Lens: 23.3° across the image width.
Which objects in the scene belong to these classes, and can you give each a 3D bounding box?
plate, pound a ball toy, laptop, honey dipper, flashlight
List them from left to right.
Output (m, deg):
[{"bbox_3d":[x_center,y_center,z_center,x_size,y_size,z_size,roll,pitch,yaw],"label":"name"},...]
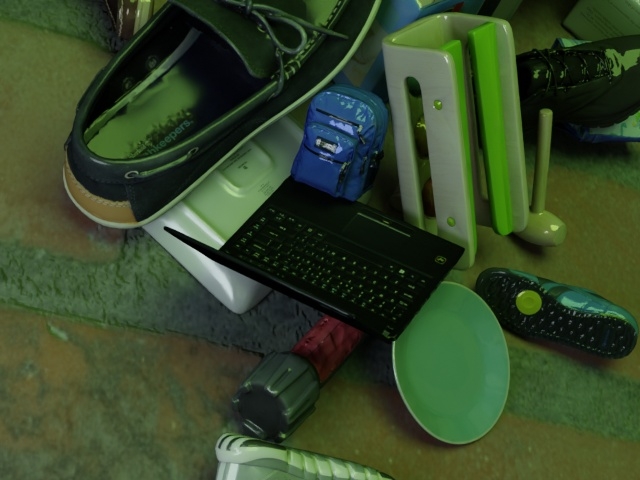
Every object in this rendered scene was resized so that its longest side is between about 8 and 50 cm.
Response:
[{"bbox_3d":[-0.105,-0.086,1.836,0.278,0.045,0.277,43,52,6],"label":"plate"},{"bbox_3d":[0.000,0.000,1.665,0.234,0.136,0.264,25,49,20],"label":"laptop"},{"bbox_3d":[0.020,0.098,1.728,0.304,0.103,0.103,-44,116,-42],"label":"flashlight"},{"bbox_3d":[0.127,-0.099,1.958,0.030,0.030,0.160,31,50,-3],"label":"honey dipper"},{"bbox_3d":[0.146,0.141,1.781,0.188,0.024,0.188,10,74,-39],"label":"plate"},{"bbox_3d":[0.178,-0.113,1.857,0.136,0.319,0.208,14,34,40],"label":"pound a ball toy"}]

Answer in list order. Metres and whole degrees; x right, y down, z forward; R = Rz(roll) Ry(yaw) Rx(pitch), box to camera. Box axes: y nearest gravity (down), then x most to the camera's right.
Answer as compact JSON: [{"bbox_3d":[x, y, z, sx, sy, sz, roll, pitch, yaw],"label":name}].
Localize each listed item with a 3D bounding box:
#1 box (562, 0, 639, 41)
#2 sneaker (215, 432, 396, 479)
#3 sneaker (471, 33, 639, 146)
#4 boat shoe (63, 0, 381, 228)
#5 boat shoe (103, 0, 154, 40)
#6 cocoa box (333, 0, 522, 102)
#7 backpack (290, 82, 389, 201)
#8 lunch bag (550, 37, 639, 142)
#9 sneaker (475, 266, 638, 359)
[{"bbox_3d":[0.476,-0.328,2.205,0.182,0.119,0.181,42,52,5],"label":"box"},{"bbox_3d":[-0.026,0.285,1.621,0.229,0.086,0.132,19,81,-33],"label":"sneaker"},{"bbox_3d":[0.308,-0.199,1.968,0.286,0.130,0.109,-19,70,5],"label":"sneaker"},{"bbox_3d":[-0.095,-0.221,1.730,0.187,0.156,0.500,40,75,14],"label":"boat shoe"},{"bbox_3d":[-0.284,-0.374,1.903,0.123,0.123,0.342,-6,58,-18],"label":"boat shoe"},{"bbox_3d":[0.071,-0.386,1.989,0.228,0.231,0.347,-25,72,-32],"label":"cocoa box"},{"bbox_3d":[0.025,-0.115,1.781,0.098,0.120,0.101,21,20,9],"label":"backpack"},{"bbox_3d":[0.378,-0.190,2.088,0.129,0.096,0.151,-1,50,-25],"label":"lunch bag"},{"bbox_3d":[0.288,0.083,1.900,0.209,0.069,0.082,20,20,0],"label":"sneaker"}]
